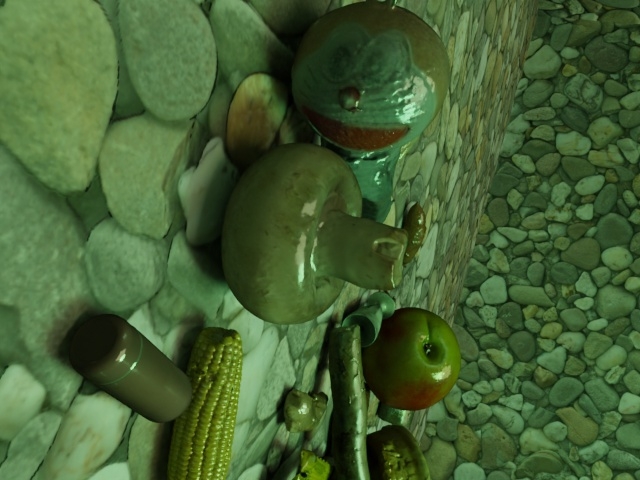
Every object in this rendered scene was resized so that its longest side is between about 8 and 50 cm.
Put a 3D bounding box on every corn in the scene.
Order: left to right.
[{"bbox_3d":[-0.124,0.193,0.573,0.067,0.067,0.206,-9,111,-66],"label":"corn"}]

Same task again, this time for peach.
[{"bbox_3d":[0.199,0.264,1.193,0.231,0.231,0.231,-48,146,-49],"label":"peach"}]

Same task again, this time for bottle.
[{"bbox_3d":[-0.158,0.114,0.458,0.053,0.053,0.140,-63,156,-28],"label":"bottle"}]

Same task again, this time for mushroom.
[{"bbox_3d":[0.000,0.000,0.573,0.204,0.204,0.204,-48,146,-49],"label":"mushroom"}]

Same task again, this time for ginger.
[{"bbox_3d":[-0.026,0.290,0.905,0.173,0.051,0.069,58,39,-70],"label":"ginger"}]

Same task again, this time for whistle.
[{"bbox_3d":[0.050,-0.132,0.647,0.189,0.189,0.348,-52,156,-44],"label":"whistle"}]

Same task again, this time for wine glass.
[{"bbox_3d":[0.102,0.160,1.100,0.155,0.073,0.073,-29,130,-65],"label":"wine glass"}]

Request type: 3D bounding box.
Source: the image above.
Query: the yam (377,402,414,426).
[{"bbox_3d":[0.244,0.443,1.578,0.107,0.107,0.194,32,73,-67],"label":"yam"}]

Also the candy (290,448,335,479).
[{"bbox_3d":[-0.074,0.488,0.862,0.297,0.081,0.187,-56,153,-20],"label":"candy"}]

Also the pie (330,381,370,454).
[{"bbox_3d":[0.070,0.406,1.208,0.195,0.046,0.195,14,90,-72],"label":"pie"}]

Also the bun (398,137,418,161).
[{"bbox_3d":[0.107,-0.206,0.795,0.222,0.127,0.222,12,90,-68],"label":"bun"}]

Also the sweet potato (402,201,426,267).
[{"bbox_3d":[0.230,-0.008,1.317,0.068,0.060,0.206,-13,133,-28],"label":"sweet potato"}]

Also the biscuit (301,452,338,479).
[{"bbox_3d":[-0.011,0.619,1.062,0.366,0.115,0.268,-66,157,-19],"label":"biscuit"}]

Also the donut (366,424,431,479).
[{"bbox_3d":[0.137,0.593,1.236,0.330,0.159,0.330,-179,-90,-76],"label":"donut"}]

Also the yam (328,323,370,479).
[{"bbox_3d":[0.052,0.313,0.974,0.071,0.067,0.317,167,-81,-76],"label":"yam"}]

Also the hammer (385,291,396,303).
[{"bbox_3d":[0.171,0.138,1.328,0.123,0.014,0.029,51,49,-61],"label":"hammer"}]
